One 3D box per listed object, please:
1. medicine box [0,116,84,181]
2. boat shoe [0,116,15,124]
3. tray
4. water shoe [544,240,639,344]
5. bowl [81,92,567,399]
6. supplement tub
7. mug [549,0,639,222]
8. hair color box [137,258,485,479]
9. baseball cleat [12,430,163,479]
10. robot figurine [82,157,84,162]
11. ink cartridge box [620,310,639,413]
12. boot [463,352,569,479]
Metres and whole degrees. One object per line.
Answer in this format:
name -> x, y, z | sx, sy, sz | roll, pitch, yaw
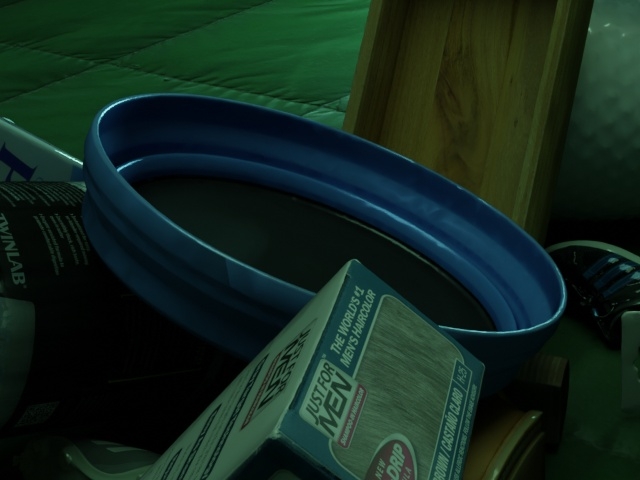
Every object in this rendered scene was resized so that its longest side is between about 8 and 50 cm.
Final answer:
medicine box -> -0.402, -0.023, 1.154 | 0.289, 0.263, 0.149 | 29, -2, -42
boat shoe -> -0.495, -0.111, 1.733 | 0.183, 0.065, 0.083 | -17, 28, -8
tray -> 0.127, -0.101, 1.221 | 0.203, 0.410, 0.076 | 9, -8, 29
water shoe -> 0.278, 0.054, 1.205 | 0.203, 0.072, 0.080 | 13, 34, 35
bowl -> 0.000, 0.000, 1.011 | 0.391, 0.077, 0.391 | 18, 21, -7
supplement tub -> -0.203, 0.052, 1.086 | 0.207, 0.207, 0.338 | 18, 13, 41
mug -> 0.311, -0.190, 1.369 | 0.328, 0.374, 0.276 | 4, 43, 1
hair color box -> -0.065, 0.187, 0.717 | 0.105, 0.347, 0.174 | 39, 29, -7
baseball cleat -> -0.148, 0.196, 1.025 | 0.206, 0.072, 0.109 | 9, 3, 41
robot figurine -> -0.106, -0.024, 1.323 | 0.291, 0.085, 0.211 | 8, -20, -13
ink cartridge box -> 0.341, 0.085, 1.087 | 0.181, 0.104, 0.061 | -4, 25, 4
boot -> 0.069, 0.148, 1.006 | 0.220, 0.109, 0.283 | 4, 25, 16
